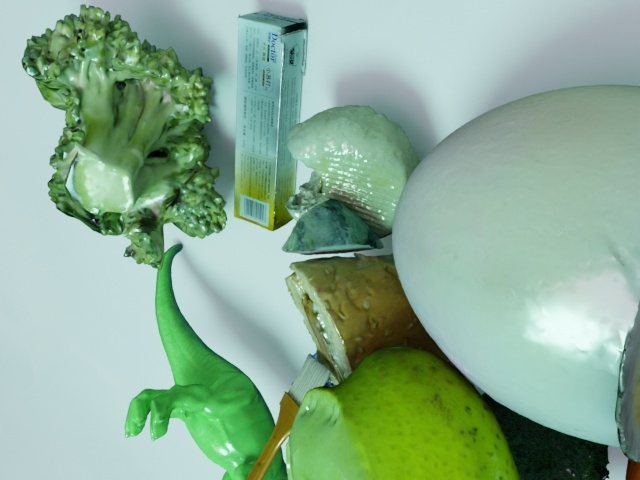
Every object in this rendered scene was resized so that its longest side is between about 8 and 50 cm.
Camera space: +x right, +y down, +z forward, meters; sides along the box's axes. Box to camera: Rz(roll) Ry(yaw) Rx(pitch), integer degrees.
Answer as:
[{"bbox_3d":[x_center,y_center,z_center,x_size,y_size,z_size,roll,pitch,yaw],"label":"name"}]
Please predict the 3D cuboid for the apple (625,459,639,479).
[{"bbox_3d":[0.464,0.305,0.808,0.242,0.242,0.241,-6,102,36],"label":"apple"}]

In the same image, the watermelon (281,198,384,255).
[{"bbox_3d":[0.005,-0.005,0.920,0.094,0.180,0.081,-33,70,20],"label":"watermelon"}]

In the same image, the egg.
[{"bbox_3d":[0.240,0.006,0.758,0.339,0.354,0.355,20,123,41],"label":"egg"}]

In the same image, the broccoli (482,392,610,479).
[{"bbox_3d":[0.265,0.340,0.987,0.269,0.254,0.269,27,153,15],"label":"broccoli"}]

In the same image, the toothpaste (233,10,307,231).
[{"bbox_3d":[-0.079,-0.171,1.051,0.089,0.071,0.313,21,122,27],"label":"toothpaste"}]

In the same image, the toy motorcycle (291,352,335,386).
[{"bbox_3d":[0.020,0.211,1.158,0.135,0.092,0.255,25,116,33],"label":"toy motorcycle"}]

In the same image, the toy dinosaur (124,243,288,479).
[{"bbox_3d":[-0.115,0.237,1.176,0.374,0.500,0.144,19,139,-20],"label":"toy dinosaur"}]

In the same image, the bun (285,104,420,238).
[{"bbox_3d":[0.041,-0.098,0.968,0.203,0.127,0.212,31,137,-15],"label":"bun"}]

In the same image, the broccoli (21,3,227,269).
[{"bbox_3d":[-0.286,-0.140,1.073,0.276,0.318,0.339,-3,146,-7],"label":"broccoli"}]

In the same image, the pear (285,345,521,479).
[{"bbox_3d":[0.101,0.273,0.791,0.342,0.238,0.318,-179,82,-70],"label":"pear"}]

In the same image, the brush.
[{"bbox_3d":[-0.078,0.304,0.976,0.017,0.315,0.090,31,176,-19],"label":"brush"}]

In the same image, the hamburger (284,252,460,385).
[{"bbox_3d":[0.102,0.132,0.985,0.162,0.208,0.330,34,152,61],"label":"hamburger"}]
